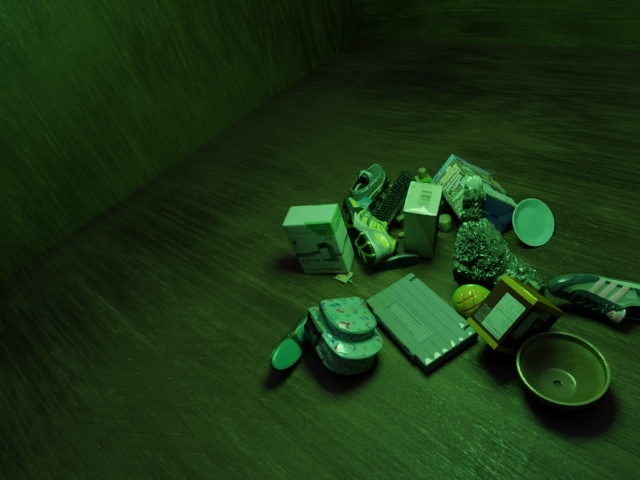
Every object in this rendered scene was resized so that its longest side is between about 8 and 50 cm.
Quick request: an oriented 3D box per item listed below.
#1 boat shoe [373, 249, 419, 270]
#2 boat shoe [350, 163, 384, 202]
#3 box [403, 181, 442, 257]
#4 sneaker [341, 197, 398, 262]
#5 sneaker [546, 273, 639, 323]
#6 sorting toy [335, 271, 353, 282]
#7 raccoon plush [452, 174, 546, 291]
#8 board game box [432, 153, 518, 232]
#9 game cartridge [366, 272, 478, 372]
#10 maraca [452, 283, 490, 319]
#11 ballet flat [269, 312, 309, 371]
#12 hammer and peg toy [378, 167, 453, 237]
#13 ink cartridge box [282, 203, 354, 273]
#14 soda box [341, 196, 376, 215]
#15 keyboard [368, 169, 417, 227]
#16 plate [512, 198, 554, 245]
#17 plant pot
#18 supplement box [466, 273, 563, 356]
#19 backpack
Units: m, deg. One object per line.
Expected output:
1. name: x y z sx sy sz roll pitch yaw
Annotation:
1. boat shoe: 0.307 0.071 1.815 0.183 0.066 0.066 -9 40 10
2. boat shoe: 0.236 -0.299 2.226 0.116 0.099 0.319 10 48 29
3. box: 0.396 -0.072 1.731 0.121 0.311 0.148 10 62 17
4. sneaker: 0.197 -0.049 1.893 0.147 0.145 0.384 -10 44 -16
5. sneaker: 0.894 0.191 1.404 0.319 0.112 0.131 6 50 10
6. sorting toy: 0.108 0.149 1.841 0.083 0.012 0.062 21 53 37
7. raccoon plush: 0.630 0.008 1.536 0.299 0.446 0.216 7 20 27
8. board game box: 0.642 -0.192 1.841 0.232 0.141 0.291 19 33 -25
9. game cartridge: 0.346 0.281 1.576 0.230 0.068 0.355 -32 43 -10
10. maraca: 0.543 0.222 1.512 0.186 0.127 0.099 25 21 12
11. ballet flat: -0.098 0.374 1.609 0.280 0.095 0.096 -43 4 -40
12. hammer and peg toy: 0.428 -0.168 1.989 0.266 0.127 0.361 -19 41 -1
13. ink cartridge box: 0.000 0.000 1.827 0.211 0.289 0.121 -3 42 23
14. soda box: 0.161 -0.117 2.076 0.210 0.067 0.071 -34 43 -16
15. keyboard: 0.288 -0.172 1.966 0.317 0.033 0.201 -57 32 13
16. plate: 0.826 -0.070 1.734 0.188 0.188 0.024 -32 2 -16
17. plant pot: 0.694 0.391 1.287 0.237 0.109 0.237 -11 41 10
18. supplement box: 0.598 0.238 1.371 0.194 0.191 0.129 -55 40 16
19. backpack: 0.086 0.321 1.512 0.225 0.191 0.253 -1 42 -29
